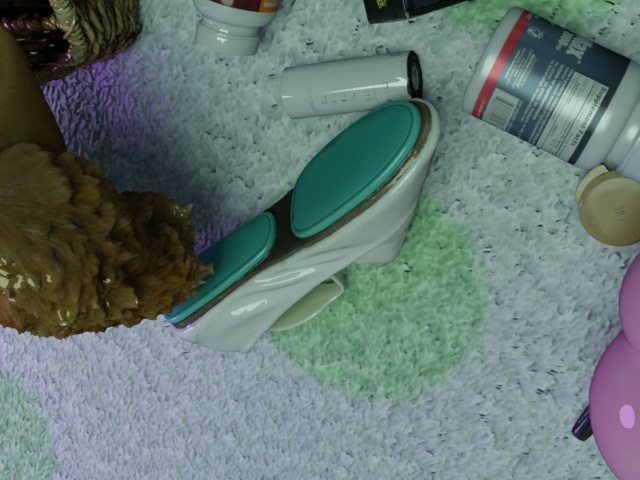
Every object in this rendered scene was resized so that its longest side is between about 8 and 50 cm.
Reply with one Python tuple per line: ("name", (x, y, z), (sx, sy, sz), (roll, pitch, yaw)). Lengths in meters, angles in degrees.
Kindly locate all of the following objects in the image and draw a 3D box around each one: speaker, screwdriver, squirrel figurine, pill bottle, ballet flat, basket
("speaker", (0.029, -0.154, 0.975), (0.136, 0.055, 0.055), (-4, 107, 22))
("screwdriver", (0.314, 0.141, 1.004), (0.024, 0.025, 0.170), (35, 108, 6))
("squirrel figurine", (-0.321, -0.001, 0.980), (0.397, 0.281, 0.370), (28, 155, 11))
("pill bottle", (-0.078, -0.264, 0.958), (0.086, 0.086, 0.152), (20, 115, 12))
("pill bottle", (0.230, -0.127, 0.883), (0.180, 0.108, 0.108), (28, 116, 8))
("ballet flat", (0.000, 0.000, 1.016), (0.400, 0.139, 0.139), (-37, 94, 31))
("basket", (-0.365, -0.252, 0.992), (0.299, 0.223, 0.213), (4, 110, 18))

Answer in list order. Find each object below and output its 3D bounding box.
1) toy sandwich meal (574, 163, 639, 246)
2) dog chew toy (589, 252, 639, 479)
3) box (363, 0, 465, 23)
("toy sandwich meal", (0.285, -0.034, 0.941), (0.085, 0.029, 0.086), (5, 112, 13))
("dog chew toy", (0.350, 0.079, 0.852), (0.206, 0.206, 0.332), (9, 115, 17))
("box", (0.092, -0.310, 0.829), (0.051, 0.175, 0.220), (4, 112, 50))
